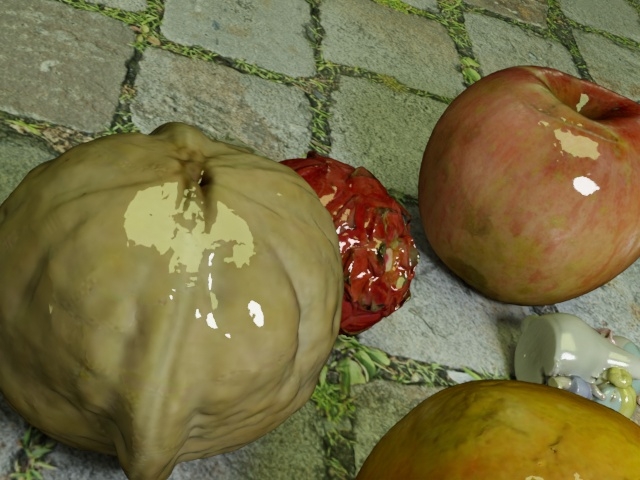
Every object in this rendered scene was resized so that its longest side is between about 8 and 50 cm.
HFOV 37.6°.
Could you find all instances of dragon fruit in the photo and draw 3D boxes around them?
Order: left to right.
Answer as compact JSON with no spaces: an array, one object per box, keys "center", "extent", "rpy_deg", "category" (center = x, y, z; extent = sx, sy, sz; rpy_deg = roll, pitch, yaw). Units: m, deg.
[{"center":[0.003,0.006,1.200],"extent":[0.252,0.241,0.241],"rpy_deg":[16,38,4],"category":"dragon fruit"}]

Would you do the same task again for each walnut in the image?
[{"center":[-0.156,0.059,0.930],"extent":[0.381,0.381,0.381],"rpy_deg":[16,39,-14],"category":"walnut"}]

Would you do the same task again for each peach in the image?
[{"center":[0.185,0.279,0.908],"extent":[0.290,0.372,0.373],"rpy_deg":[48,40,1],"category":"peach"}]

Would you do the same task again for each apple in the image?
[{"center":[0.327,-0.074,1.403],"extent":[0.364,0.364,0.364],"rpy_deg":[16,39,-14],"category":"apple"}]

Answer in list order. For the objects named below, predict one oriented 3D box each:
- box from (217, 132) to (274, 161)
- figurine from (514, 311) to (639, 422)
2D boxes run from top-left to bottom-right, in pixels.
[{"center":[-0.120,-0.114,1.408],"extent":[0.098,0.045,0.062],"rpy_deg":[31,37,6],"category":"box"},{"center":[0.397,0.187,1.305],"extent":[0.236,0.127,0.155],"rpy_deg":[16,21,-18],"category":"figurine"}]
